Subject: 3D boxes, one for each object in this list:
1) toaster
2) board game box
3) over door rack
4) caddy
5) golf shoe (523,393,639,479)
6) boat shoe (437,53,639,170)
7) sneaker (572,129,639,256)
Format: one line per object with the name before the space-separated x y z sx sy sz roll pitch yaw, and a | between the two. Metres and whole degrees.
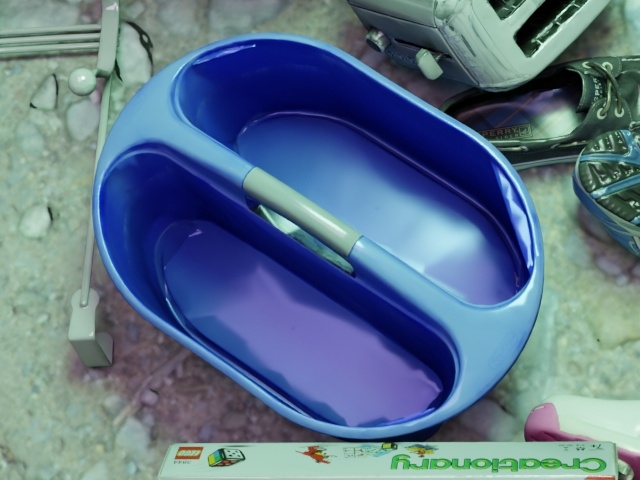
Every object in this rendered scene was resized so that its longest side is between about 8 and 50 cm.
toaster | 0.137 -0.213 1.217 0.227 0.129 0.146 -45 37 -7
board game box | 0.051 0.232 1.113 0.305 0.053 0.193 -2 112 9
over door rack | -0.281 -0.061 1.276 0.239 0.108 0.324 -3 74 9
caddy | 0.000 0.000 1.175 0.341 0.179 0.241 33 83 16
golf shoe | 0.299 0.148 1.134 0.306 0.115 0.140 16 61 12
boat shoe | 0.193 -0.104 1.226 0.228 0.076 0.080 -9 73 7
sneaker | 0.276 -0.009 1.189 0.211 0.081 0.080 36 81 -1
